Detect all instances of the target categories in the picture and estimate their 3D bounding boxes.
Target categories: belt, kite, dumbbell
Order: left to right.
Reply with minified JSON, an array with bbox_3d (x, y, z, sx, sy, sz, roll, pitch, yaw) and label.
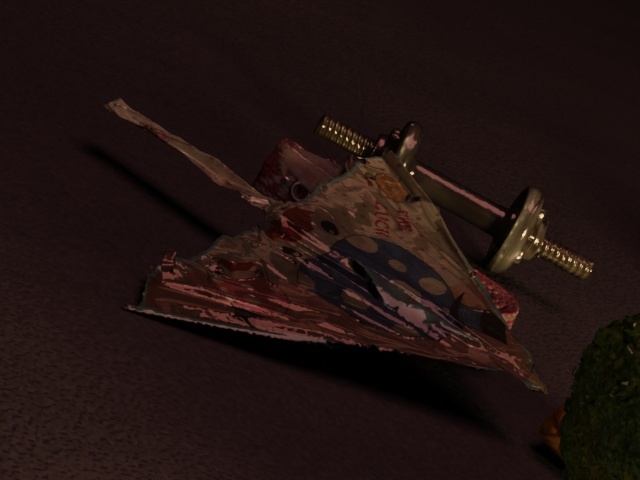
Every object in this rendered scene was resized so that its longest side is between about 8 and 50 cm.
[{"bbox_3d":[0.000,-0.001,1.274,0.368,0.014,0.406,33,27,14],"label":"kite"},{"bbox_3d":[0.049,0.006,1.384,0.232,0.053,0.071,39,27,27],"label":"belt"},{"bbox_3d":[0.109,-0.035,1.551,0.254,0.082,0.081,29,17,-3],"label":"dumbbell"}]

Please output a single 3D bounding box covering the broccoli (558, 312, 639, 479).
[{"bbox_3d":[0.280,0.165,0.903,0.310,0.413,0.321,-11,73,-16],"label":"broccoli"}]

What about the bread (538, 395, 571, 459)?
[{"bbox_3d":[0.208,0.149,1.245,0.132,0.053,0.074,36,14,19],"label":"bread"}]
